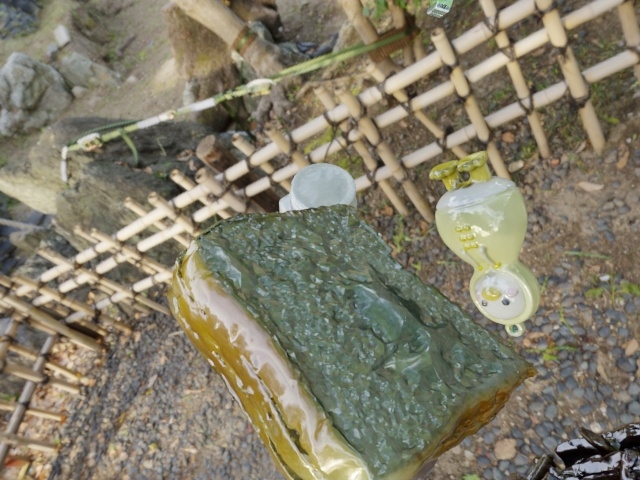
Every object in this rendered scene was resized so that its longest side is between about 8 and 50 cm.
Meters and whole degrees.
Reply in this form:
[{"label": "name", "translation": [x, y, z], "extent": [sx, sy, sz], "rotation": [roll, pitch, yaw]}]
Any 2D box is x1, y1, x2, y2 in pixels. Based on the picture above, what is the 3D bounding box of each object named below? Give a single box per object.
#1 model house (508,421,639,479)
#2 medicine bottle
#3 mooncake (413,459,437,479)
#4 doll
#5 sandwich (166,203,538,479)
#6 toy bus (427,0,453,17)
[{"label": "model house", "translation": [0.415, 0.361, 0.696], "extent": [0.282, 0.317, 0.297], "rotation": [-50, 21, 6]}, {"label": "medicine bottle", "translation": [0.000, 0.000, 0.919], "extent": [0.124, 0.324, 0.179], "rotation": [-34, 63, -20]}, {"label": "mooncake", "translation": [0.235, 0.542, 1.361], "extent": [0.133, 0.245, 0.245], "rotation": [-8, 50, 62]}, {"label": "doll", "translation": [0.260, 0.013, 0.735], "extent": [0.141, 0.117, 0.296], "rotation": [-16, 92, 43]}, {"label": "sandwich", "translation": [0.022, 0.083, 0.471], "extent": [0.301, 0.271, 0.099], "rotation": [45, 123, 29]}, {"label": "toy bus", "translation": [0.205, -0.405, 0.816], "extent": [0.083, 0.031, 0.037], "rotation": [-87, 12, -73]}]
